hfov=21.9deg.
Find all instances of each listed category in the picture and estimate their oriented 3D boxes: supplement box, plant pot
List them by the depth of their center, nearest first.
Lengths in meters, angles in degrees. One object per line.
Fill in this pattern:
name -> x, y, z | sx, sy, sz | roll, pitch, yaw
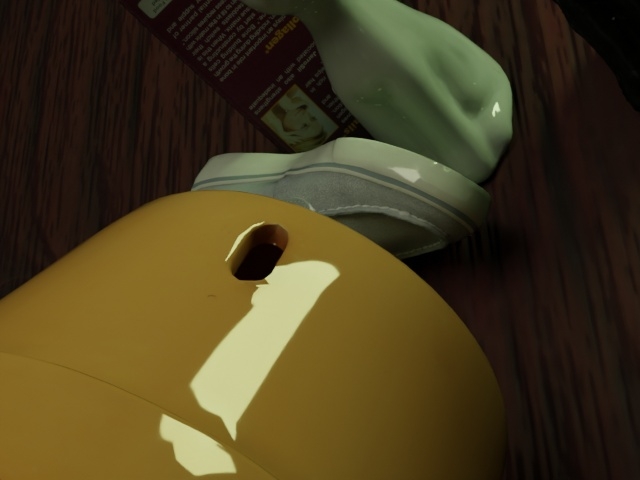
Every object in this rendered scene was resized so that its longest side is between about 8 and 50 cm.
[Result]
plant pot -> -0.054, 0.116, 0.660 | 0.291, 0.291, 0.203 | -11, 33, 41
supplement box -> -0.032, -0.130, 0.920 | 0.104, 0.188, 0.081 | -46, 34, 4

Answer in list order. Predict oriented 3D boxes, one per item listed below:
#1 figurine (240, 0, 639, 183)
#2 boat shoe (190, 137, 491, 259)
figurine -> 0.060, -0.134, 0.808 | 0.215, 0.209, 0.092 | -23, 42, 32
boat shoe -> -0.001, 0.000, 0.872 | 0.227, 0.079, 0.081 | -1, 63, 54
